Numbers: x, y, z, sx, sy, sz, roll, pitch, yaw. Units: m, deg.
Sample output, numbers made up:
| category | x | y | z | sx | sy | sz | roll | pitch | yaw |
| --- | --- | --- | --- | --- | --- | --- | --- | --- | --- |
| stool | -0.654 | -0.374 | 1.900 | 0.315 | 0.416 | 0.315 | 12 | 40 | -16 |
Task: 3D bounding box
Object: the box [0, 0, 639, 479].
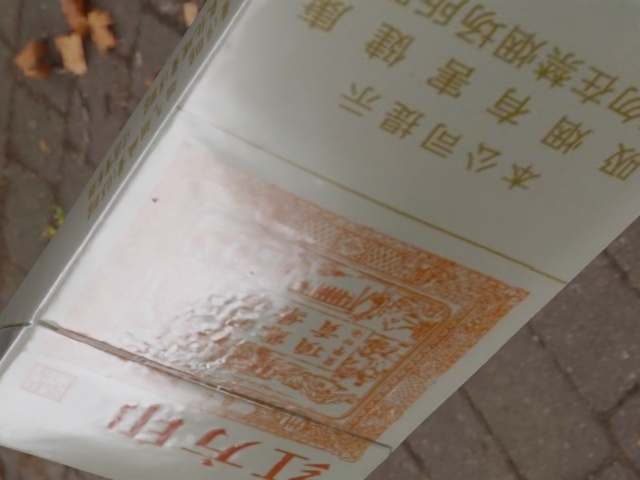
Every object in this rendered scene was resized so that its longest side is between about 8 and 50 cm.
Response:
| category | x | y | z | sx | sy | sz | roll | pitch | yaw |
| --- | --- | --- | --- | --- | --- | --- | --- | --- | --- |
| box | 0.000 | 0.001 | 0.571 | 0.365 | 0.204 | 0.051 | -50 | 29 | 35 |
